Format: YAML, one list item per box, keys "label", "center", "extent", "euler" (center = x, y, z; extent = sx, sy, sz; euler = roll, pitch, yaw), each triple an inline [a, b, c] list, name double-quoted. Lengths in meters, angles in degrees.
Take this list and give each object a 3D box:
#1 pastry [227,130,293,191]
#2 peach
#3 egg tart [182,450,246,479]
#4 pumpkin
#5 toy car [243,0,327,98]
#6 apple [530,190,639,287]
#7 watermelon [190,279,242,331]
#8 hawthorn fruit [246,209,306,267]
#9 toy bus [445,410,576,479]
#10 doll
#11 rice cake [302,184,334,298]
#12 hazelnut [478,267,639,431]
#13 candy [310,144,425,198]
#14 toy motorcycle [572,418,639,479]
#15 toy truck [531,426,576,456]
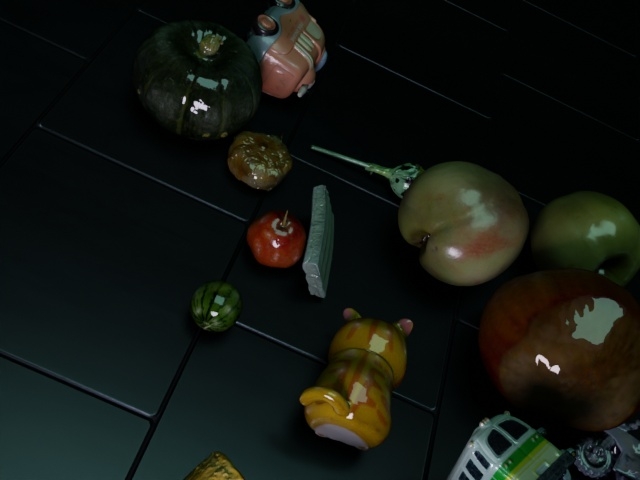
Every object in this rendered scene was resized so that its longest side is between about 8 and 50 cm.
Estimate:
- label: "pastry"
  center: [-0.137, -0.182, 1.717]
  extent: [0.153, 0.081, 0.153]
  euler: [11, 60, -19]
- label: "peach"
  center: [0.326, -0.042, 1.703]
  extent: [0.292, 0.247, 0.292]
  euler: [-2, 53, 2]
- label: "egg tart"
  center: [-0.164, 0.443, 1.152]
  extent: [0.147, 0.202, 0.202]
  euler: [-30, 70, -23]
- label: "pumpkin"
  center: [-0.272, -0.369, 1.717]
  extent: [0.300, 0.207, 0.300]
  euler: [13, 50, -16]
- label: "toy car"
  center: [-0.092, -0.481, 1.919]
  extent: [0.212, 0.180, 0.270]
  euler: [33, 47, -12]
- label: "apple"
  center: [0.635, 0.004, 1.812]
  extent: [0.262, 0.262, 0.262]
  euler: [13, 50, -15]
- label: "watermelon"
  center: [-0.200, 0.128, 1.434]
  extent: [0.109, 0.109, 0.109]
  euler: [13, 50, -15]
- label: "hawthorn fruit"
  center: [-0.090, -0.003, 1.571]
  extent: [0.125, 0.140, 0.125]
  euler: [0, 90, -15]
- label: "toy bus"
  center: [0.302, 0.431, 1.305]
  extent: [0.133, 0.276, 0.165]
  euler: [-26, 56, -36]
- label: "doll"
  center: [0.071, 0.259, 1.414]
  extent: [0.166, 0.162, 0.269]
  euler: [17, 37, 8]
- label: "rice cake"
  center: [0.000, 0.000, 1.615]
  extent: [0.043, 0.127, 0.237]
  euler: [-1, 51, 9]
- label: "hazelnut"
  center: [0.509, 0.212, 1.556]
  extent: [0.366, 0.366, 0.366]
  euler: [13, 50, -15]
- label: "candy"
  center: [0.119, -0.175, 1.847]
  extent: [0.305, 0.083, 0.091]
  euler: [18, 65, 0]
- label: "toy motorcycle"
  center: [0.649, 0.458, 1.555]
  extent: [0.270, 0.106, 0.159]
  euler: [27, 53, 3]
- label: "toy truck"
  center: [0.401, 0.432, 1.450]
  extent: [0.191, 0.116, 0.085]
  euler: [9, 17, -47]
